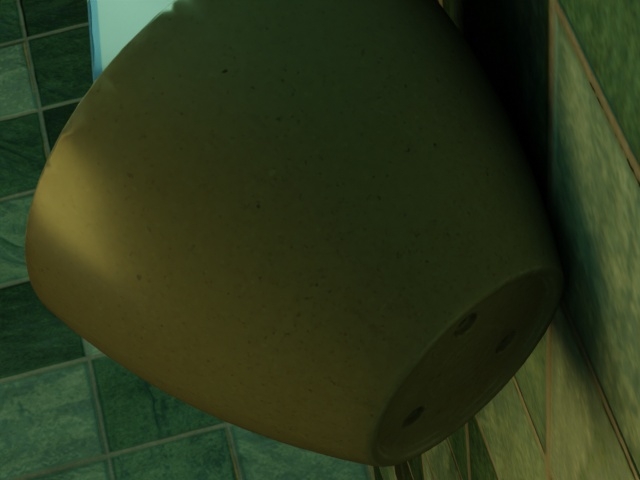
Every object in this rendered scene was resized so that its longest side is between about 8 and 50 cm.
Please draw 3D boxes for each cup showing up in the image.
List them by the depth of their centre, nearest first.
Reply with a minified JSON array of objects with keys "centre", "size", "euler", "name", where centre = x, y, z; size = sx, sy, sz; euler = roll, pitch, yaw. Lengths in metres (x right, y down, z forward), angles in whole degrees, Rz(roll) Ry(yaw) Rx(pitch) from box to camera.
[{"centre":[0.015,0.005,1.080],"size":[0.237,0.331,0.331],"euler":[44,162,24],"name":"cup"}]

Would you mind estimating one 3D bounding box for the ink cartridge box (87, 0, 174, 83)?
[{"centre":[-0.121,-0.158,1.670],"size":[0.307,0.129,0.223],"euler":[63,-165,-58],"name":"ink cartridge box"}]
